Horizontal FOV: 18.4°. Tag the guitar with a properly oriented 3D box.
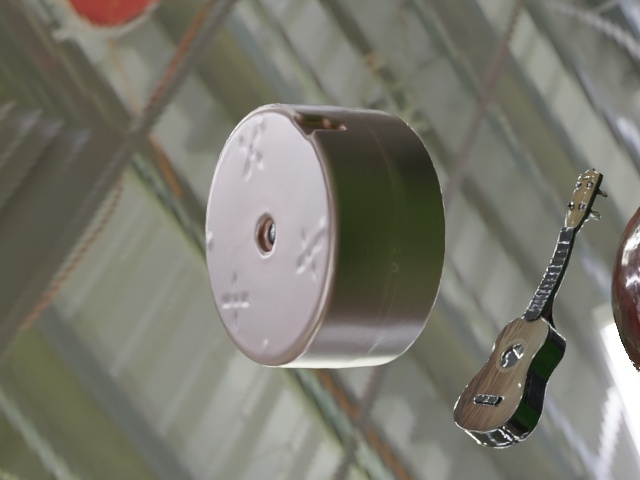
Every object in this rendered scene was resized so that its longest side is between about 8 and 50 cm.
[{"bbox_3d":[0.199,0.058,1.744,0.038,0.084,0.271,38,-111,-31],"label":"guitar"}]

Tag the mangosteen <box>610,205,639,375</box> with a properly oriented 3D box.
[{"bbox_3d":[0.302,0.007,1.263,0.215,0.257,0.215,12,-159,-5],"label":"mangosteen"}]

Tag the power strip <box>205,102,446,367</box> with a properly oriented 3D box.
[{"bbox_3d":[0.000,0.000,1.116,0.078,0.154,0.154,0,-116,-32],"label":"power strip"}]
